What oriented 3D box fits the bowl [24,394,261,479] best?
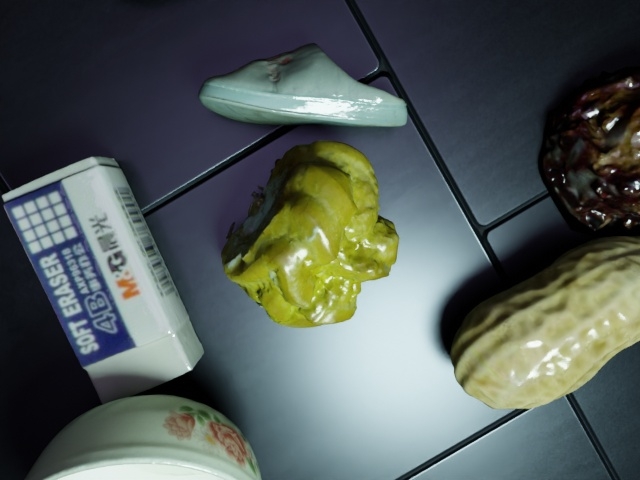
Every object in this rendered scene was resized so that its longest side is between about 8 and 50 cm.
[{"bbox_3d":[-0.200,0.282,0.582,0.277,0.145,0.277,-3,125,-5],"label":"bowl"}]

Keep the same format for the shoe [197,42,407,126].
[{"bbox_3d":[-0.016,-0.186,0.587,0.251,0.103,0.100,5,97,-8],"label":"shoe"}]

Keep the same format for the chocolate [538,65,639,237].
[{"bbox_3d":[0.396,-0.110,0.573,0.206,0.177,0.224,11,94,-4],"label":"chocolate"}]

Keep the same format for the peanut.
[{"bbox_3d":[0.313,0.096,0.612,0.325,0.140,0.153,-29,124,-4],"label":"peanut"}]

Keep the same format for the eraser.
[{"bbox_3d":[-0.259,0.049,0.608,0.124,0.081,0.278,-23,96,0],"label":"eraser"}]

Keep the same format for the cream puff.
[{"bbox_3d":[0.002,0.001,0.573,0.195,0.194,0.221,30,98,-5],"label":"cream puff"}]
